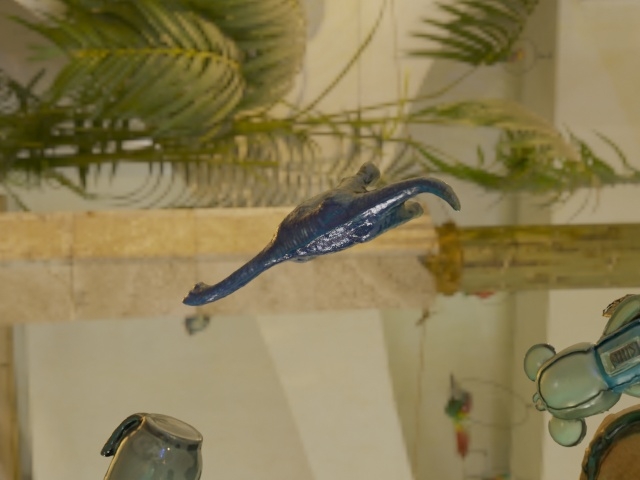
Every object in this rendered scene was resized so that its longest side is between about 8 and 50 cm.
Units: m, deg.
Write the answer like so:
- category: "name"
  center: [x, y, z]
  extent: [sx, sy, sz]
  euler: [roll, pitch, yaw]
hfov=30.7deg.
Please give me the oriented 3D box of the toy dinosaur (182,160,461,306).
- category: "toy dinosaur"
  center: [0.000, 0.000, 1.081]
  extent: [0.247, 0.188, 0.075]
  euler: [-8, -67, 51]

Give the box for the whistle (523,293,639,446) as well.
- category: "whistle"
  center: [0.309, 0.117, 1.162]
  extent: [0.235, 0.077, 0.114]
  euler: [-34, -118, 32]

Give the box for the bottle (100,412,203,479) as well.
- category: "bottle"
  center: [-0.182, 0.274, 1.028]
  extent: [0.254, 0.096, 0.079]
  euler: [-67, 159, 6]

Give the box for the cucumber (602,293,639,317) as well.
- category: "cucumber"
  center: [0.458, 0.098, 1.574]
  extent: [0.220, 0.070, 0.046]
  euler: [176, -68, -82]

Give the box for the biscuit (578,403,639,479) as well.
- category: "biscuit"
  center: [0.470, 0.294, 1.317]
  extent: [0.057, 0.343, 0.287]
  euler: [-18, 134, -64]
